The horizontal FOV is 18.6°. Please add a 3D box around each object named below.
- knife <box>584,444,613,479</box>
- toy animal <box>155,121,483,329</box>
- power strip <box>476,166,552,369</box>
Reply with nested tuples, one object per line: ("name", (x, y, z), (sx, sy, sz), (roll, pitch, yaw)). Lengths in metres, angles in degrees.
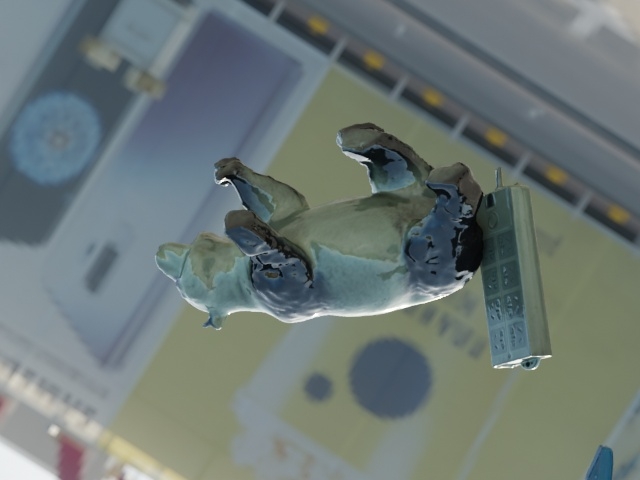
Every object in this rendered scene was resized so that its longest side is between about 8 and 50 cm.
("knife", (0.150, 0.251, 1.120), (0.026, 0.296, 0.044), (8, 151, 7))
("toy animal", (0.000, 0.000, 1.310), (0.094, 0.225, 0.121), (-99, -5, -51))
("power strip", (0.124, 0.018, 1.285), (0.019, 0.136, 0.051), (-1, 169, -28))
